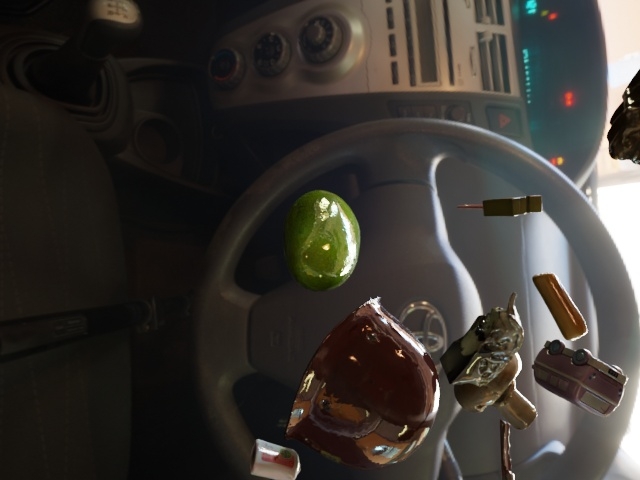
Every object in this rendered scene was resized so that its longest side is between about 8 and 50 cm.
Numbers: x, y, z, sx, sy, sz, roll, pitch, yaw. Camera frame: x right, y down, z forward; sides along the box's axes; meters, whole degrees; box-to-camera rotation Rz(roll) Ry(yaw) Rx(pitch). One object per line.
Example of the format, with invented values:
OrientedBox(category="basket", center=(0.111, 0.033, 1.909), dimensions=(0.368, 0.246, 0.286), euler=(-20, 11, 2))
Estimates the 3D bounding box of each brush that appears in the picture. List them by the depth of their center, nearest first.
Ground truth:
OrientedBox(category="brush", center=(0.336, 0.481, 0.799), dimensions=(0.084, 0.071, 0.301), euler=(37, 48, -41))
OrientedBox(category="brush", center=(0.462, -0.090, 1.207), dimensions=(0.103, 0.233, 0.047), euler=(-6, 94, -25))

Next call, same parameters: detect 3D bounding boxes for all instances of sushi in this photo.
OrientedBox(category="sushi", center=(0.421, 0.252, 1.090), dimensions=(0.109, 0.273, 0.134), euler=(33, 16, -5))

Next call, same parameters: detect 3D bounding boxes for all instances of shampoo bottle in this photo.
OrientedBox(category="shampoo bottle", center=(-0.086, 0.435, 0.878), dimensions=(0.072, 0.099, 0.043), euler=(-106, -141, -71))

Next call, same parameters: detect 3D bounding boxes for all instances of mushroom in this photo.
OrientedBox(category="mushroom", center=(0.652, 0.544, 1.631), dimensions=(0.290, 0.292, 0.292), euler=(46, 26, 22))

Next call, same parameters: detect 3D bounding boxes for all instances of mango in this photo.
OrientedBox(category="mango", center=(0.000, 0.000, 0.925), dimensions=(0.192, 0.156, 0.343), euler=(64, 12, -11))

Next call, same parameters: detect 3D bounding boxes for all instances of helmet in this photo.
OrientedBox(category="helmet", center=(0.112, 0.304, 0.872), dimensions=(0.337, 0.230, 0.385), euler=(-51, 161, -19))

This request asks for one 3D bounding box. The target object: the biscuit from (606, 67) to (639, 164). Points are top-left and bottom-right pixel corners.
OrientedBox(category="biscuit", center=(0.671, -0.322, 0.797), dimensions=(0.268, 0.115, 0.366), euler=(-56, 170, -35))

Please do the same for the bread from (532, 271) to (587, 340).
OrientedBox(category="bread", center=(0.793, 0.210, 1.483), dimensions=(0.092, 0.074, 0.239), euler=(-4, 62, -35))

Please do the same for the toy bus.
OrientedBox(category="toy bus", center=(0.690, 0.367, 1.217), dimensions=(0.142, 0.202, 0.142), euler=(28, 87, -11))
